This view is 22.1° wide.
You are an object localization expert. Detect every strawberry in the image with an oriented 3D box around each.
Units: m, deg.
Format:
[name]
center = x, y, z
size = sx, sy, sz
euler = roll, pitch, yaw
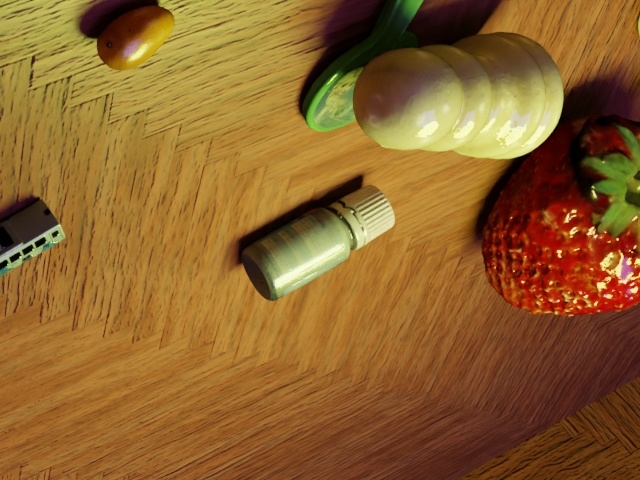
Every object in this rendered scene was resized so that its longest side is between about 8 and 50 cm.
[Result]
[strawberry]
center = 0.405, -0.031, 2.451
size = 0.292, 0.291, 0.310
euler = -27, 180, -23

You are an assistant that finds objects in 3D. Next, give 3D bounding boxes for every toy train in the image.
[toy train]
center = -0.370, 0.029, 1.724
size = 0.207, 0.043, 0.047
euler = -32, 154, -12

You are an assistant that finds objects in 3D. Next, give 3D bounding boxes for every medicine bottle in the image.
[medicine bottle]
center = 0.000, 0.000, 2.145
size = 0.203, 0.083, 0.083
euler = -28, 155, -18

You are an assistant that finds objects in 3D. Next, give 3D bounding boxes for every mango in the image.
[mango]
center = -0.177, -0.199, 1.585
size = 0.089, 0.046, 0.060
euler = -37, 162, -35

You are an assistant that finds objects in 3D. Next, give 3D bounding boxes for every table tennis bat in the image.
[table tennis bat]
center = 0.063, -0.215, 1.907
size = 0.160, 0.039, 0.257
euler = -23, 155, -36

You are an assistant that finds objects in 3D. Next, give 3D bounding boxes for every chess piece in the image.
[chess piece]
center = 0.152, -0.165, 1.924
size = 0.167, 0.167, 0.300
euler = -51, 160, 27

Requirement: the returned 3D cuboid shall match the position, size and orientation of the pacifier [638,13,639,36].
[pacifier]
center = 0.564, -0.254, 2.270
size = 0.227, 0.207, 0.279
euler = -26, 137, 38
